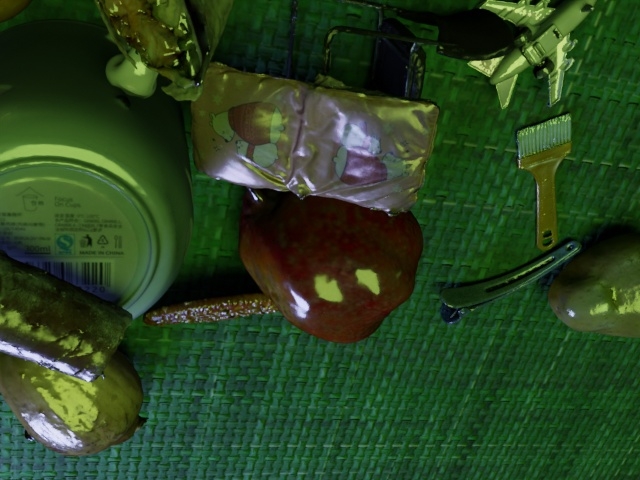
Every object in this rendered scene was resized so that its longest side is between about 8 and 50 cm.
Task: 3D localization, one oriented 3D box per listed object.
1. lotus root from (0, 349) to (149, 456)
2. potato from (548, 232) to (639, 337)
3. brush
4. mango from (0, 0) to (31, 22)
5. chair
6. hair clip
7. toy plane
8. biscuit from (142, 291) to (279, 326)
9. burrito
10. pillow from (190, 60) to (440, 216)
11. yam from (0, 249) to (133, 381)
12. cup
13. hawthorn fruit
[{"bbox_3d":[-0.329,0.195,0.961,0.154,0.140,0.256,-37,117,2],"label":"lotus root"},{"bbox_3d":[0.439,0.076,1.082,0.194,0.157,0.157,-18,124,-5],"label":"potato"},{"bbox_3d":[0.321,-0.074,1.040,0.083,0.010,0.218,-18,125,-4],"label":"brush"},{"bbox_3d":[-0.378,-0.310,0.585,0.378,0.221,0.263,18,128,-9],"label":"mango"},{"bbox_3d":[0.086,-0.192,0.831,0.221,0.140,0.145,-5,126,-17],"label":"chair"},{"bbox_3d":[0.284,0.056,1.097,0.230,0.039,0.070,-25,144,-5],"label":"hair clip"},{"bbox_3d":[0.268,-0.244,0.889,0.171,0.065,0.162,-38,112,16],"label":"toy plane"},{"bbox_3d":[-0.134,0.092,0.970,0.206,0.126,0.025,-7,80,-9],"label":"biscuit"},{"bbox_3d":[-0.116,-0.295,0.617,0.107,0.347,0.175,-16,137,38],"label":"burrito"},{"bbox_3d":[-0.010,-0.105,0.745,0.249,0.049,0.135,12,123,9],"label":"pillow"},{"bbox_3d":[-0.237,0.064,0.609,0.141,0.079,0.079,33,109,-31],"label":"yam"},{"bbox_3d":[-0.230,-0.096,0.721,0.260,0.274,0.356,25,113,-27],"label":"cup"},{"bbox_3d":[0.000,0.000,0.897,0.248,0.208,0.208,40,106,-12],"label":"hawthorn fruit"}]
